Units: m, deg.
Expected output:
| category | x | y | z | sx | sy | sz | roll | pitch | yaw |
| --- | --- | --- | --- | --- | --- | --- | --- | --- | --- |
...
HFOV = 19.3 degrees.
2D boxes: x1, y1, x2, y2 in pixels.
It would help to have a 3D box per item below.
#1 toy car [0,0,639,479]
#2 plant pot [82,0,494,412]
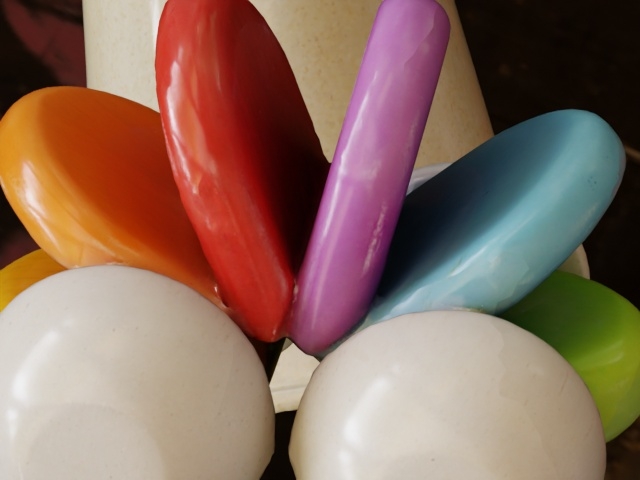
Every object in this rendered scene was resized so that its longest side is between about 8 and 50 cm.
| category | x | y | z | sx | sy | sz | roll | pitch | yaw |
| --- | --- | --- | --- | --- | --- | --- | --- | --- | --- |
| toy car | 0.000 | 0.000 | 0.490 | 0.182 | 0.159 | 0.136 | 8 | -67 | 4 |
| plant pot | -0.022 | -0.071 | 1.216 | 0.333 | 0.334 | 0.305 | -13 | -84 | -32 |
